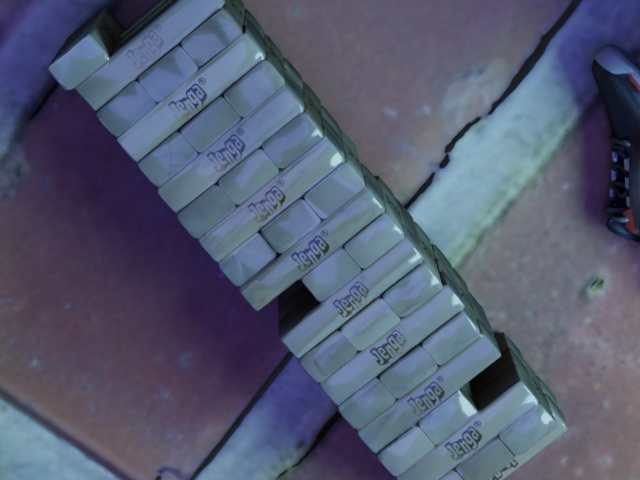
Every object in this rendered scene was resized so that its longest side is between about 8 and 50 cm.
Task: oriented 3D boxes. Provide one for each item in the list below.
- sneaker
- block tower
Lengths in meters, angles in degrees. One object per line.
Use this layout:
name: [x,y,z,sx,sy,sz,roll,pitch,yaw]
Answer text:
sneaker: [0.179,-0.030,1.005,0.065,0.061,0.158,-29,103,13]
block tower: [0.000,0.000,0.994,0.097,0.091,0.335,-39,102,8]
